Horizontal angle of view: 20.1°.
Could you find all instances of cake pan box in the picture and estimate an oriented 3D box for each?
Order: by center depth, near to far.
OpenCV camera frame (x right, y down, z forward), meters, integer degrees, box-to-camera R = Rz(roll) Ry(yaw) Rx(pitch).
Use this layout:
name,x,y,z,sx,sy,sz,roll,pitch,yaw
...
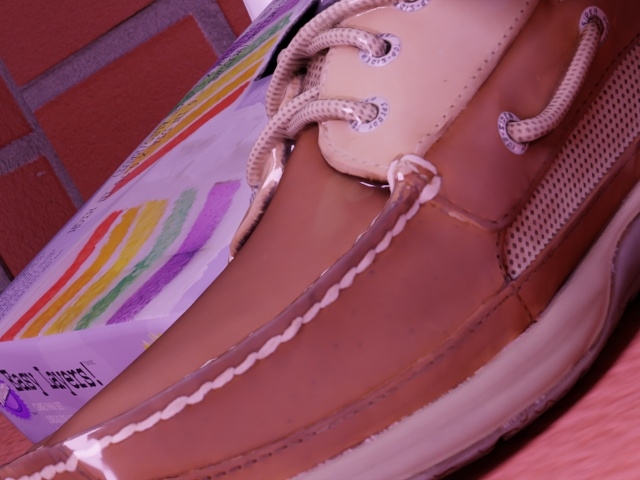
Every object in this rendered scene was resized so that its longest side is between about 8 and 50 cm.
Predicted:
name,x,y,z,sx,sy,sz,roll,pitch,yaw
cake pan box,-0.004,-0.033,0.719,0.267,0.070,0.246,-49,20,-23

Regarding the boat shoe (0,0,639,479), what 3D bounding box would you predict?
name,x,y,z,sx,sy,sz,roll,pitch,yaw
boat shoe,0.033,-0.020,0.519,0.324,0.120,0.122,-34,7,-40

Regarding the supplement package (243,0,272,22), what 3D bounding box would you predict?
name,x,y,z,sx,sy,sz,roll,pitch,yaw
supplement package,0.060,-0.184,1.106,0.198,0.199,0.262,-24,-8,9
